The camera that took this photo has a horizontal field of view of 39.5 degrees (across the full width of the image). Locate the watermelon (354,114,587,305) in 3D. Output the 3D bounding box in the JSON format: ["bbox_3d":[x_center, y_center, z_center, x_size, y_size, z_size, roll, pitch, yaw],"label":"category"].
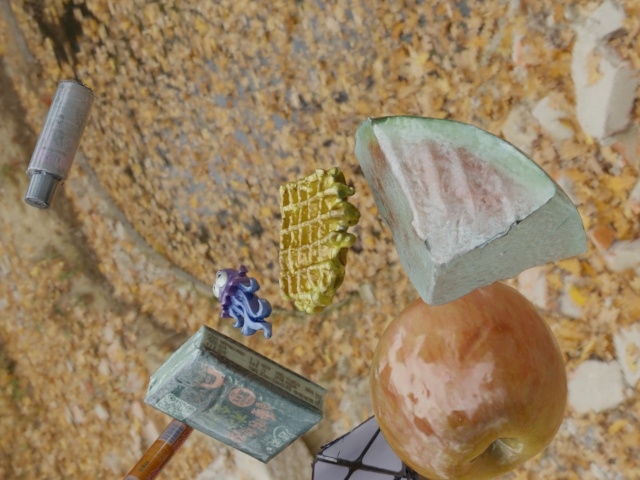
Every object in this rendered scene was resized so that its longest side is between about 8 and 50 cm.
[{"bbox_3d":[0.199,-0.030,1.306,0.387,0.258,0.228,24,176,9],"label":"watermelon"}]

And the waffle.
[{"bbox_3d":[-0.001,0.000,1.413,0.219,0.057,0.229,160,112,-63],"label":"waffle"}]

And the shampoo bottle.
[{"bbox_3d":[-0.434,-0.157,1.471,0.072,0.072,0.214,-20,52,60],"label":"shampoo bottle"}]

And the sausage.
[{"bbox_3d":[-0.350,0.465,1.860,0.053,0.348,0.053,13,125,20],"label":"sausage"}]

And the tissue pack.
[{"bbox_3d":[-0.176,0.327,1.847,0.315,0.103,0.228,32,128,-20],"label":"tissue pack"}]

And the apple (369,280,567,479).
[{"bbox_3d":[0.288,0.281,1.747,0.391,0.391,0.347,104,147,-48],"label":"apple"}]

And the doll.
[{"bbox_3d":[-0.142,0.111,1.630,0.206,0.067,0.110,40,113,44],"label":"doll"}]

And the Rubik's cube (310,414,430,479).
[{"bbox_3d":[0.178,0.593,2.010,0.307,0.305,0.310,46,-161,-19],"label":"Rubik's cube"}]
